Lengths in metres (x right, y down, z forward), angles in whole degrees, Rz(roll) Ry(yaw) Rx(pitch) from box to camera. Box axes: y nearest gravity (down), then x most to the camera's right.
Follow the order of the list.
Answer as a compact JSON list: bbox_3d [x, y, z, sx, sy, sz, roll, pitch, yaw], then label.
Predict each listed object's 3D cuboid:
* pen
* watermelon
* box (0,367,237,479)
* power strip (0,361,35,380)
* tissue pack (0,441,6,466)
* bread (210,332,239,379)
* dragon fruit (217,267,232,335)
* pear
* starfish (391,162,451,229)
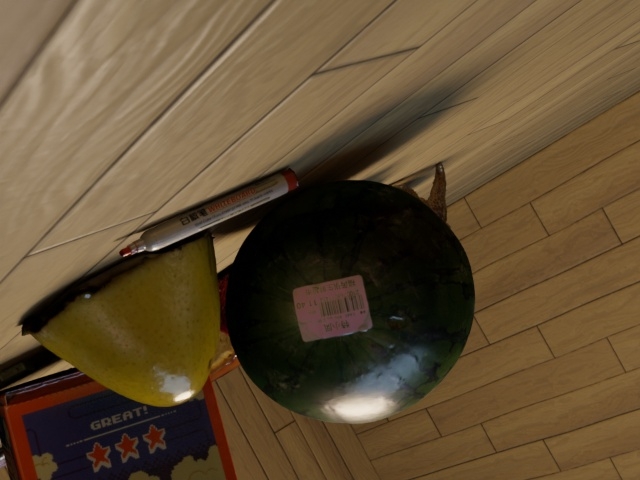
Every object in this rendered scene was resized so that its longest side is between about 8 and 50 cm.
[{"bbox_3d":[-0.115,-0.029,0.983,0.218,0.026,0.026,-26,175,-29],"label":"pen"},{"bbox_3d":[0.040,0.082,1.267,0.363,0.363,0.363,-28,176,-2],"label":"watermelon"},{"bbox_3d":[-0.353,0.328,1.544,0.318,0.257,0.348,-13,178,-22],"label":"box"},{"bbox_3d":[-0.470,0.204,1.449,0.040,0.016,0.090,-28,176,-9],"label":"power strip"},{"bbox_3d":[-0.770,0.472,2.014,0.361,0.122,0.259,-29,178,-25],"label":"tissue pack"},{"bbox_3d":[-0.235,0.237,2.110,0.333,0.143,0.323,-32,174,28],"label":"bread"},{"bbox_3d":[-0.112,0.092,1.705,0.163,0.189,0.261,19,145,-41],"label":"dragon fruit"},{"bbox_3d":[-0.200,0.115,1.135,0.267,0.178,0.267,-32,173,-4],"label":"pear"},{"bbox_3d":[0.202,0.000,1.836,0.060,0.302,0.299,1,-144,43],"label":"starfish"}]
